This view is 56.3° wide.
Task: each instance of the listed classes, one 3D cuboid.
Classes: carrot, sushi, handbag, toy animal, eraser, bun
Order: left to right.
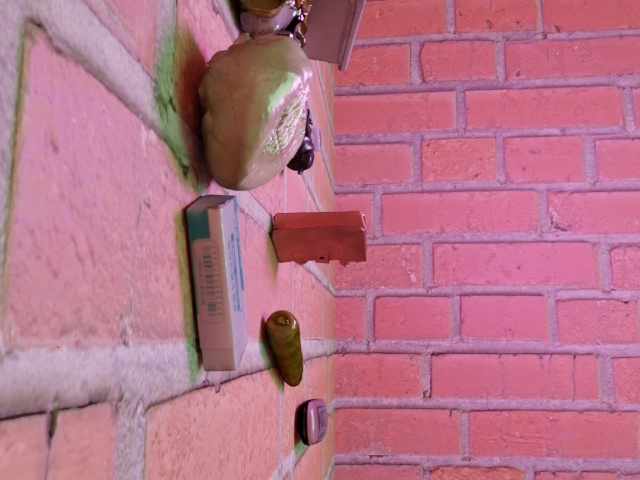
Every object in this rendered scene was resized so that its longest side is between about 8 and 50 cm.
[{"bbox_3d":[-0.136,0.054,0.807,0.095,0.052,0.225,-80,167,-75],"label":"eraser"},{"bbox_3d":[-0.099,-0.184,0.834,0.229,0.145,0.229,-55,173,-10],"label":"bun"},{"bbox_3d":[-0.074,-0.409,1.108,0.291,0.139,0.131,53,44,-83],"label":"sushi"},{"bbox_3d":[-0.074,0.264,1.360,0.358,0.074,0.074,86,5,-56],"label":"carrot"},{"bbox_3d":[-0.061,-0.292,1.506,0.137,0.082,0.269,76,10,-79],"label":"toy animal"},{"bbox_3d":[0.000,0.000,1.381,0.157,0.212,0.059,82,9,-53],"label":"handbag"}]

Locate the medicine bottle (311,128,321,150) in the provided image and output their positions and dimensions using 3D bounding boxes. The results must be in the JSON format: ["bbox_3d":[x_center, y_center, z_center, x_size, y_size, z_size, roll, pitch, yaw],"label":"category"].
[{"bbox_3d":[-0.028,-0.329,1.957,0.118,0.055,0.074,-51,141,-81],"label":"medicine bottle"}]

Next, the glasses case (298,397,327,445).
[{"bbox_3d":[-0.020,0.543,1.802,0.314,0.075,0.122,66,21,-76],"label":"glasses case"}]

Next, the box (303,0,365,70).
[{"bbox_3d":[-0.014,-0.508,1.272,0.312,0.182,0.175,112,-22,-75],"label":"box"}]
